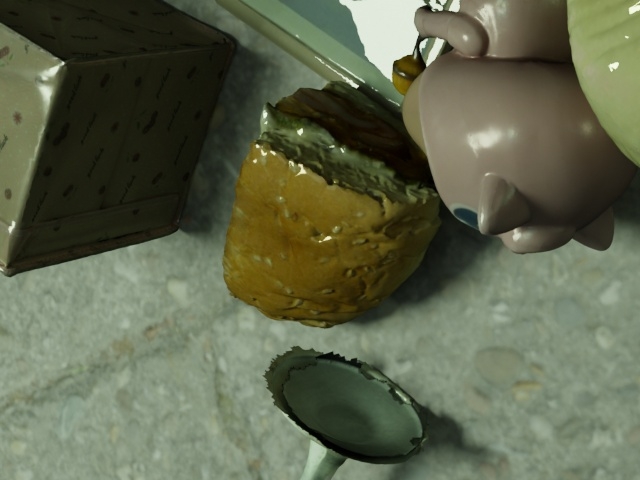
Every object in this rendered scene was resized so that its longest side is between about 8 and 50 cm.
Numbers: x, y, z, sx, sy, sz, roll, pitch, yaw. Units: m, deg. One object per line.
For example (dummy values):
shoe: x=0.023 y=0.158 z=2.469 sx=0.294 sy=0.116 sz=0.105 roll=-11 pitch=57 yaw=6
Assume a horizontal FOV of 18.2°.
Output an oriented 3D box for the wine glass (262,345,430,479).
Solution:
wine glass: x=-0.033 y=0.247 z=1.626 sx=0.143 sy=0.143 sz=0.321 roll=36 pitch=119 yaw=26

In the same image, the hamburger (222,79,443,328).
hamburger: x=0.000 y=0.000 z=1.556 sx=0.155 sy=0.135 sz=0.207 roll=39 pitch=126 yaw=19

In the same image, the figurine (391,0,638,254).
figurine: x=0.143 y=-0.130 z=1.439 sx=0.186 sy=0.176 sz=0.287 roll=-10 pitch=86 yaw=54

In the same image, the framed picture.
framed picture: x=0.005 y=-0.248 z=1.587 sx=0.289 sy=0.016 sz=0.213 roll=37 pitch=117 yaw=25

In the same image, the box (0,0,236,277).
box: x=-0.264 y=-0.136 z=1.670 sx=0.297 sy=0.225 sz=0.190 roll=33 pitch=116 yaw=26

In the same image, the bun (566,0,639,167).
bun: x=0.314 y=-0.188 z=1.257 sx=0.361 sy=0.213 sz=0.361 roll=-25 pitch=55 yaw=40
